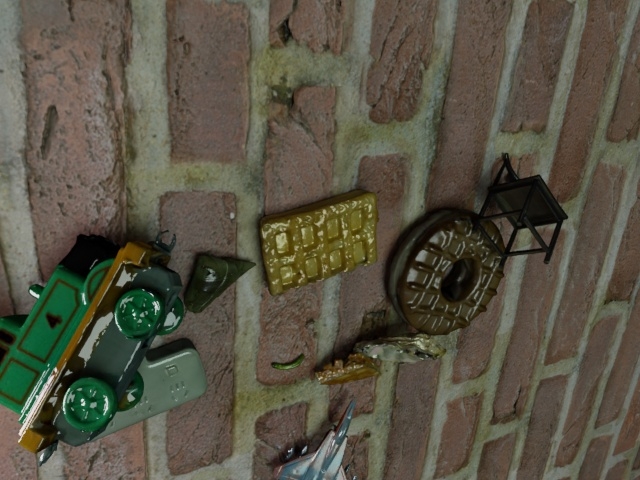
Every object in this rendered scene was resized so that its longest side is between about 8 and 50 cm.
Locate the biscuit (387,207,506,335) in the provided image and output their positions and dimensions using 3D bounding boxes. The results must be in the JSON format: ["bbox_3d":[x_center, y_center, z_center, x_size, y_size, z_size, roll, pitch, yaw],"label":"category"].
[{"bbox_3d":[0.313,0.079,1.292,0.331,0.103,0.332,-11,115,-24],"label":"biscuit"}]

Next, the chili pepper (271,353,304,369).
[{"bbox_3d":[-0.073,0.284,1.218,0.083,0.017,0.031,-6,111,-26],"label":"chili pepper"}]

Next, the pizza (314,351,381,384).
[{"bbox_3d":[0.078,0.306,1.268,0.174,0.046,0.134,4,145,-33],"label":"pizza"}]

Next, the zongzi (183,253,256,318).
[{"bbox_3d":[-0.205,0.105,1.055,0.130,0.062,0.154,6,114,-43],"label":"zongzi"}]

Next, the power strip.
[{"bbox_3d":[-0.367,0.266,1.026,0.264,0.059,0.194,-19,118,-20],"label":"power strip"}]

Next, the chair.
[{"bbox_3d":[0.477,-0.079,1.230,0.154,0.141,0.260,46,58,-24],"label":"chair"}]

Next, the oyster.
[{"bbox_3d":[0.186,0.256,1.277,0.133,0.208,0.072,46,45,-50],"label":"oyster"}]

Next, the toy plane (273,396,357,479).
[{"bbox_3d":[0.016,0.540,1.315,0.222,0.104,0.327,26,79,-7],"label":"toy plane"}]

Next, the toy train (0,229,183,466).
[{"bbox_3d":[-0.393,0.154,0.879,0.249,0.178,0.430,27,83,1],"label":"toy train"}]

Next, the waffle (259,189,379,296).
[{"bbox_3d":[0.000,0.000,1.116,0.274,0.057,0.168,-17,117,-22],"label":"waffle"}]
